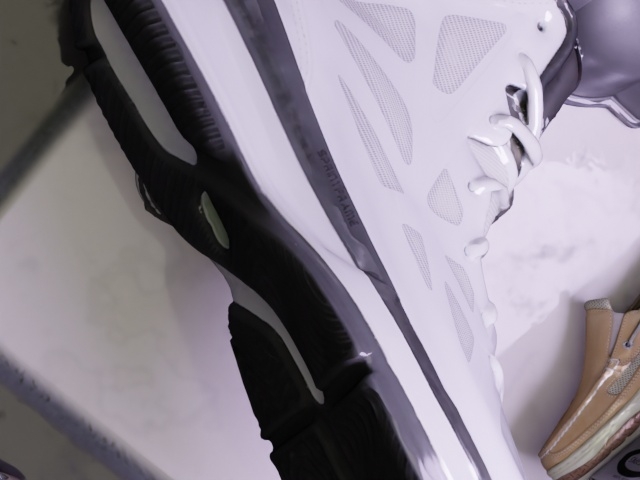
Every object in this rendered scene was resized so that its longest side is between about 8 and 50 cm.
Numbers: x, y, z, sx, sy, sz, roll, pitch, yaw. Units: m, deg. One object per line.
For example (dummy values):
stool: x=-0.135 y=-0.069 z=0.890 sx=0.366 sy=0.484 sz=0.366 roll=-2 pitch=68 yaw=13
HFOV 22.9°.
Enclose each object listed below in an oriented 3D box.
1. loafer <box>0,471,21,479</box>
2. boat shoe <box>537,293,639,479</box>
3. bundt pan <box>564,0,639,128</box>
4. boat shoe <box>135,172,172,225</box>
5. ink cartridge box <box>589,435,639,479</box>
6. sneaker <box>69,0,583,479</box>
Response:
loafer: x=-0.290 y=0.139 z=0.880 sx=0.267 sy=0.084 sz=0.096 roll=19 pitch=120 yaw=-9
boat shoe: x=0.189 y=0.065 z=0.982 sx=0.072 sy=0.068 sz=0.190 roll=43 pitch=74 yaw=1
bundt pan: x=0.228 y=-0.231 z=0.940 sx=0.331 sy=0.124 sz=0.331 roll=-1 pitch=94 yaw=-12
boat shoe: x=0.000 y=0.000 z=0.928 sx=0.227 sy=0.068 sz=0.081 roll=23 pitch=88 yaw=-12
ink cartridge box: x=0.332 y=0.125 z=0.905 sx=0.395 sy=0.270 sz=0.151 roll=-37 pitch=94 yaw=-8
sneaker: x=0.074 y=-0.008 z=0.821 sx=0.257 sy=0.169 sz=0.447 roll=-22 pitch=78 yaw=-24
